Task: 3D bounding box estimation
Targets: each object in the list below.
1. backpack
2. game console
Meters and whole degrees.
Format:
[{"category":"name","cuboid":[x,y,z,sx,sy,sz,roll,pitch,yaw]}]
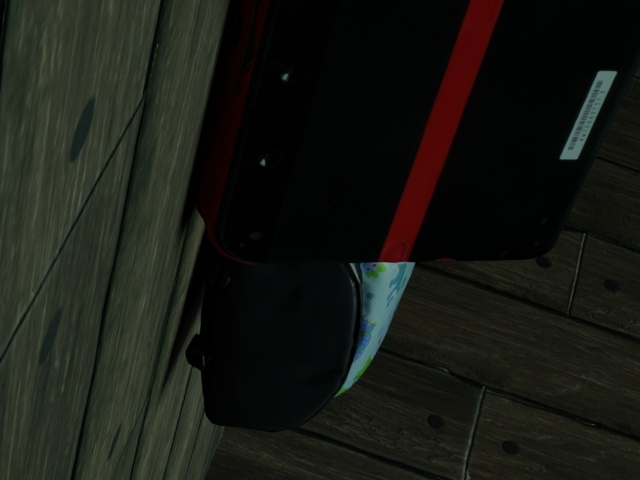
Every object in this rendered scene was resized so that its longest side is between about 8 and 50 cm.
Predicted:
[{"category":"backpack","cuboid":[0.000,0.000,1.863,0.355,0.273,0.290,-94,-167,-56]},{"category":"game console","cuboid":[0.087,-0.120,1.394,0.386,0.342,0.060,108,-26,-46]}]
